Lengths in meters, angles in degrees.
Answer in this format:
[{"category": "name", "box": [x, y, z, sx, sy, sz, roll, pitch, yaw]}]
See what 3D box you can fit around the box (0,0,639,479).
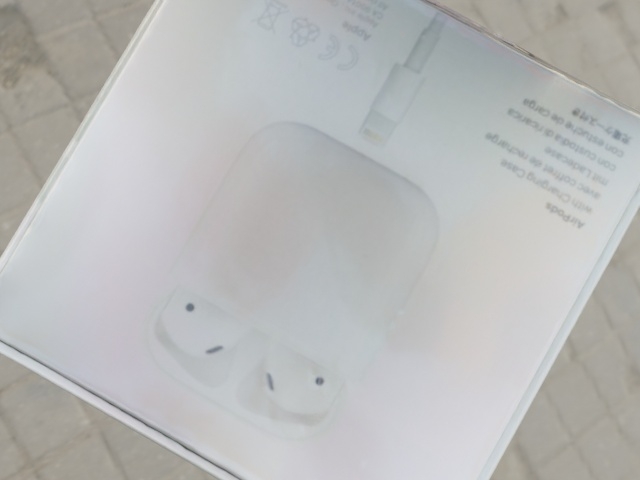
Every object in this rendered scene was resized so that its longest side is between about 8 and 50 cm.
[{"category": "box", "box": [0.000, 0.000, 0.354, 0.130, 0.051, 0.129, 29, 85, 5]}]
